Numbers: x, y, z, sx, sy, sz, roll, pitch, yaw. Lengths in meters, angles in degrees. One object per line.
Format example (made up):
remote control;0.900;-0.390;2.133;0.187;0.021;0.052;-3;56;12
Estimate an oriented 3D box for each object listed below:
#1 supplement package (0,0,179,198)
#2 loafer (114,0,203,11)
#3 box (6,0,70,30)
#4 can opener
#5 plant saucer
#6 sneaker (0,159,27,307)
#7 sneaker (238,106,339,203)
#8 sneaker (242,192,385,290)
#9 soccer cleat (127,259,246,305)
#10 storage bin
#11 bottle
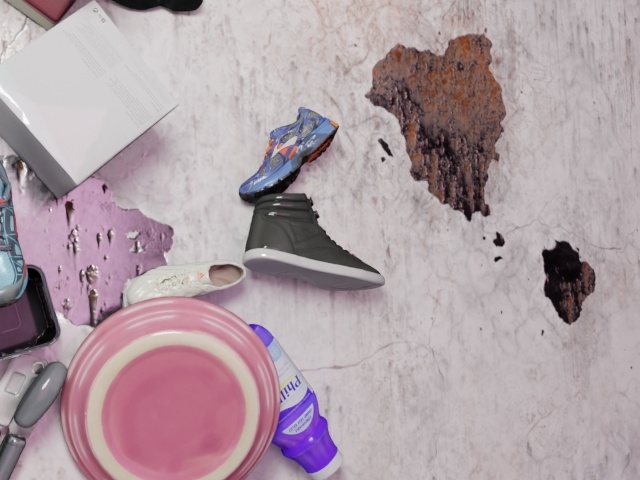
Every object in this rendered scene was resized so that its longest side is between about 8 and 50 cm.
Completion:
supplement package;-0.366;-0.205;1.186;0.203;0.149;0.194;-45;106;-25
loafer;-0.282;-0.422;1.319;0.170;0.062;0.061;-1;63;-32
box;-0.384;-0.431;1.156;0.127;0.232;0.148;37;68;-21
can opener;-0.454;0.291;1.120;0.074;0.093;0.280;30;76;-24
plant saucer;-0.221;0.252;1.195;0.333;0.084;0.331;-1;93;-12
sneaker;-0.463;-0.031;1.072;0.104;0.125;0.261;-10;58;-25
sneaker;-0.068;-0.149;1.396;0.087;0.083;0.221;42;68;8
sneaker;0.000;0.000;1.394;0.296;0.105;0.146;16;65;-34
soccer cleat;-0.213;0.066;1.281;0.196;0.076;0.068;-14;91;-29
storage bin;-0.477;0.113;1.127;0.180;0.084;0.122;-17;92;-30
bottle;-0.066;0.277;1.328;0.118;0.092;0.282;-39;103;-22
